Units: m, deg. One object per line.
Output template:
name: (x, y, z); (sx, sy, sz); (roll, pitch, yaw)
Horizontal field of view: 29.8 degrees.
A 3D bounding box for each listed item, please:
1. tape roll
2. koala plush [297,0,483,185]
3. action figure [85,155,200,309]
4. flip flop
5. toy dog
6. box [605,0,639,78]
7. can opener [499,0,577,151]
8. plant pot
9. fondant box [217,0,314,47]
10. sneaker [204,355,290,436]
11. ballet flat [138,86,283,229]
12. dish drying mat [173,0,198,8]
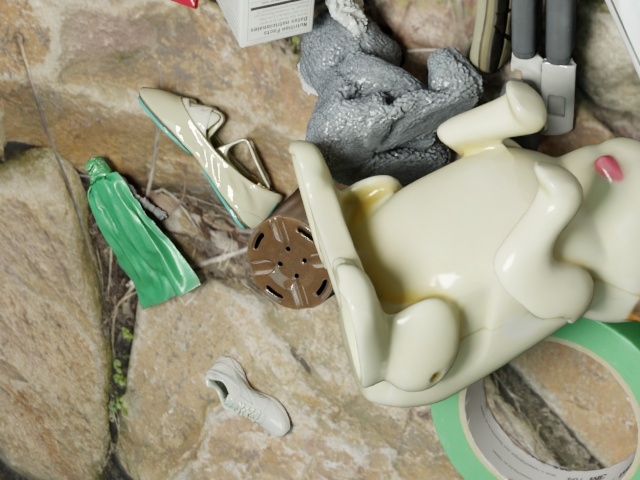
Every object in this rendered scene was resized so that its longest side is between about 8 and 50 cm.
tape roll: (0.299, 0.212, 1.520); (0.321, 0.077, 0.321); (11, 115, 24)
koala plush: (0.045, -0.192, 1.431); (0.221, 0.203, 0.196); (65, 155, 24)
action figure: (-0.270, -0.020, 1.744); (0.137, 0.063, 0.232); (-24, 102, 36)
flip flop: (0.201, -0.322, 1.336); (0.080, 0.112, 0.277); (32, 129, 31)
toy dog: (0.215, 0.030, 1.295); (0.408, 0.284, 0.395); (-17, 125, -2)
box: (0.393, -0.262, 1.254); (0.169, 0.087, 0.290); (-22, 98, 34)
can opener: (0.239, -0.208, 1.319); (0.076, 0.095, 0.283); (13, 141, 20)
plant pot: (0.000, 0.000, 1.540); (0.167, 0.165, 0.167); (11, 115, 24)
fondant box: (-0.083, -0.414, 1.311); (0.330, 0.096, 0.238); (98, 151, -53)
sneaker: (-0.111, 0.240, 1.770); (0.152, 0.061, 0.054); (42, 123, 6)
ballet flat: (-0.142, -0.128, 1.626); (0.086, 0.086, 0.248); (-39, 91, 35)
dish drying mat: (-0.198, -0.335, 1.601); (0.083, 0.008, 0.032); (22, 121, 19)
